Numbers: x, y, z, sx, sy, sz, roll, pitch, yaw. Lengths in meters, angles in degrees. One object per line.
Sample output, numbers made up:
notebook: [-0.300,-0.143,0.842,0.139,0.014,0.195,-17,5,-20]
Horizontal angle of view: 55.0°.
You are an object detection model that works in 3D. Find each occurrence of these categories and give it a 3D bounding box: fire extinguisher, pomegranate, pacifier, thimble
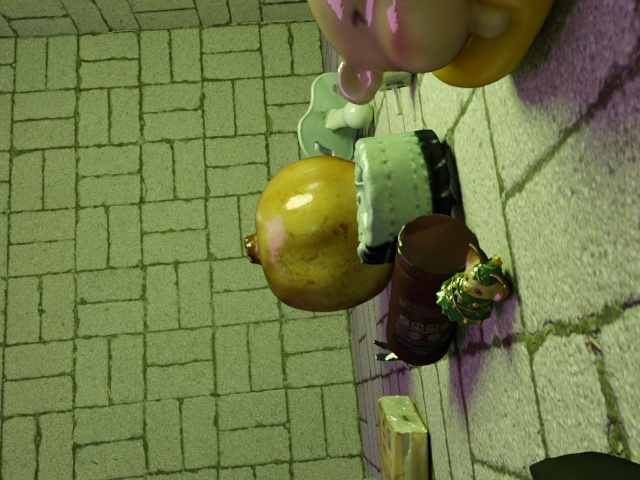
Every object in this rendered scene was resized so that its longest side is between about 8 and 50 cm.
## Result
fire extinguisher: [0.157,0.109,0.986,0.337,0.135,0.114,87,-168,-50]
pomegranate: [0.000,0.000,1.527,0.416,0.416,0.417,175,90,-87]
pacifier: [0.073,-0.349,1.794,0.233,0.244,0.299,-3,66,57]
thimble: [0.132,-0.074,1.034,0.237,0.150,0.237,176,90,-88]

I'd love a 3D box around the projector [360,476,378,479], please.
projector: [0.148,0.640,1.302,0.108,0.198,0.250,-40,-40,-36]

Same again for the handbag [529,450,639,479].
handbag: [0.224,0.274,0.423,0.247,0.080,0.223,98,167,-80]

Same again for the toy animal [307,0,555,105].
toy animal: [0.086,-0.308,0.572,0.277,0.246,0.345,-123,29,-80]

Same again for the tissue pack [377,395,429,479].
tissue pack: [0.189,0.487,1.393,0.186,0.090,0.222,-123,27,-78]

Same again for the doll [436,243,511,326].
doll: [0.209,0.053,0.781,0.078,0.076,0.113,57,133,25]

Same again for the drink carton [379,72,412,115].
drink carton: [0.136,-0.346,1.194,0.074,0.084,0.200,63,-161,-70]
